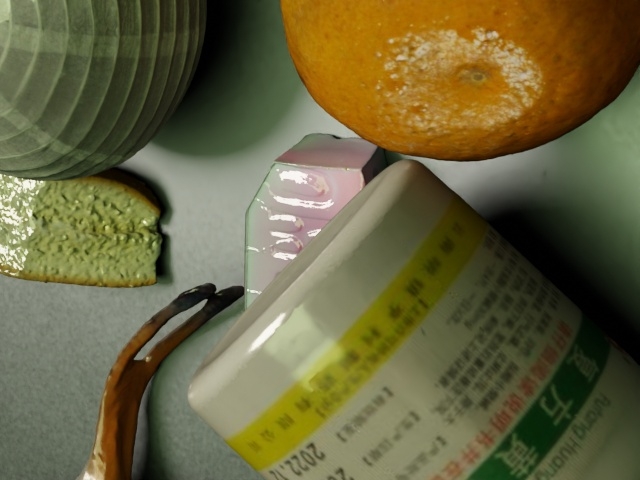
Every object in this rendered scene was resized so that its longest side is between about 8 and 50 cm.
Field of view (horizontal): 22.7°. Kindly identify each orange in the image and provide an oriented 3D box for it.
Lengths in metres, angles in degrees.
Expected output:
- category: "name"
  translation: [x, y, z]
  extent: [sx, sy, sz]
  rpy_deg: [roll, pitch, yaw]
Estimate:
- category: "orange"
  translation: [0.088, -0.150, 0.953]
  extent: [0.224, 0.170, 0.224]
  rpy_deg: [5, 142, 4]

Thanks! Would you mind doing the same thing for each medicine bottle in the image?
- category: "medicine bottle"
  translation: [0.106, 0.133, 0.985]
  extent: [0.340, 0.208, 0.208]
  rpy_deg: [43, 120, -3]

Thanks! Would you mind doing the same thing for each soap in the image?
- category: "soap"
  translation: [0.000, 0.000, 1.115]
  extent: [0.100, 0.056, 0.149]
  rpy_deg: [10, 109, 23]

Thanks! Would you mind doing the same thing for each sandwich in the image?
- category: "sandwich"
  translation: [-0.238, -0.031, 1.213]
  extent: [0.244, 0.088, 0.090]
  rpy_deg: [19, 108, 23]

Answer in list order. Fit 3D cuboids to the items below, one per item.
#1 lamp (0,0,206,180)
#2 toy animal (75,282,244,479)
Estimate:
- category: "lamp"
  translation: [-0.196, -0.171, 1.070]
  extent: [0.233, 0.233, 0.265]
  rpy_deg: [14, 108, 24]
- category: "toy animal"
  translation: [-0.171, 0.195, 1.224]
  extent: [0.302, 0.225, 0.284]
  rpy_deg: [-13, 79, 42]
